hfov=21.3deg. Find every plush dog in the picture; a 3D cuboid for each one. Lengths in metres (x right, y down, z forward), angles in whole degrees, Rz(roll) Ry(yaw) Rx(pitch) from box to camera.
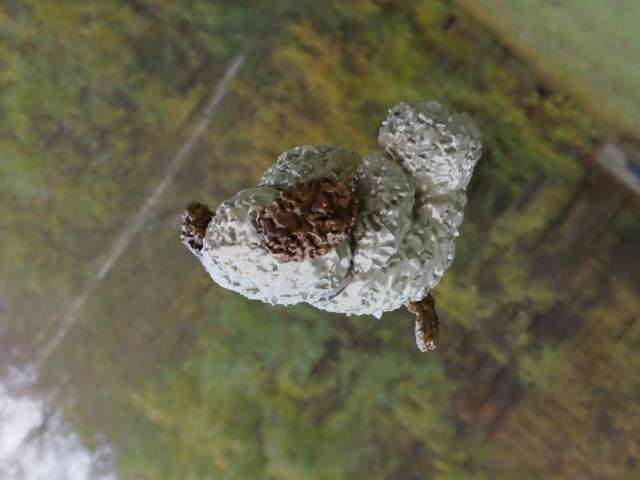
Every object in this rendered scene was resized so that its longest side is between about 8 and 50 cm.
[{"bbox_3d":[0.000,0.000,1.487,0.225,0.210,0.262,-2,171,-35],"label":"plush dog"}]
